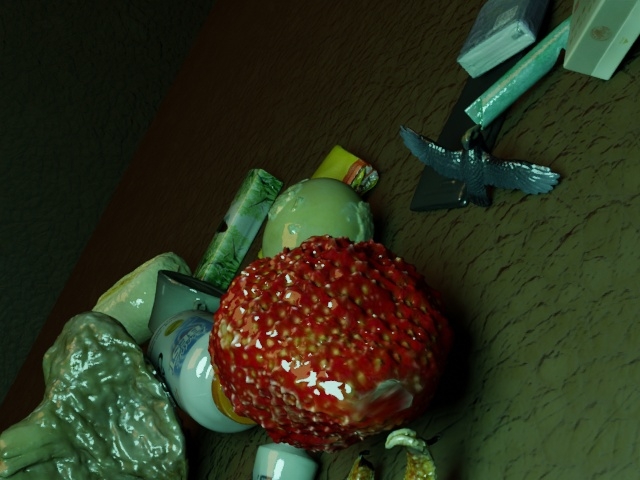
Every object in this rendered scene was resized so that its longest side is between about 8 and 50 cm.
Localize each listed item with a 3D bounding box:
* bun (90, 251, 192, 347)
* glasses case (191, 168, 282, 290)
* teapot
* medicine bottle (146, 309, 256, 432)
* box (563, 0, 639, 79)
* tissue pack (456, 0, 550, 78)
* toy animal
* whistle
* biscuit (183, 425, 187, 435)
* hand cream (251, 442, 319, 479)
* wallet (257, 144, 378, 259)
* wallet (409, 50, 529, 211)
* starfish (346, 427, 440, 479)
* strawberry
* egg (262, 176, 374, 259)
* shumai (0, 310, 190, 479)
[{"bbox_3d":[-0.358,0.135,1.791,0.244,0.153,0.244,-35,15,11],"label":"bun"},{"bbox_3d":[-0.175,-0.011,1.718,0.272,0.062,0.095,-63,24,-12],"label":"glasses case"},{"bbox_3d":[-0.238,0.149,1.539,0.149,0.162,0.239,-67,15,2],"label":"teapot"},{"bbox_3d":[-0.152,0.194,1.290,0.157,0.157,0.289,-62,23,-10],"label":"medicine bottle"},{"bbox_3d":[0.339,-0.302,0.986,0.141,0.058,0.201,107,180,-58],"label":"box"},{"bbox_3d":[0.259,-0.302,1.194,0.112,0.051,0.156,-29,24,45],"label":"tissue pack"},{"bbox_3d":[0.188,-0.091,1.039,0.220,0.108,0.062,23,75,32],"label":"toy animal"},{"bbox_3d":[0.264,-0.214,1.092,0.186,0.039,0.039,-42,27,17],"label":"whistle"},{"bbox_3d":[-0.268,0.355,1.494,0.140,0.023,0.118,-33,33,47],"label":"biscuit"},{"bbox_3d":[-0.074,0.381,1.040,0.124,0.078,0.340,-9,61,60],"label":"hand cream"},{"bbox_3d":[-0.008,-0.040,1.415,0.241,0.067,0.141,-56,25,4],"label":"wallet"},{"bbox_3d":[0.200,-0.150,1.183,0.124,0.025,0.244,-5,56,62],"label":"wallet"},{"bbox_3d":[0.049,0.321,0.798,0.303,0.113,0.312,-63,20,-9],"label":"starfish"},{"bbox_3d":[0.020,0.102,0.925,0.257,0.261,0.261,121,169,-59],"label":"strawberry"},{"bbox_3d":[-0.003,0.001,1.236,0.164,0.164,0.201,-32,34,46],"label":"egg"},{"bbox_3d":[-0.356,0.303,1.283,0.283,0.346,0.217,-29,11,-22],"label":"shumai"}]
